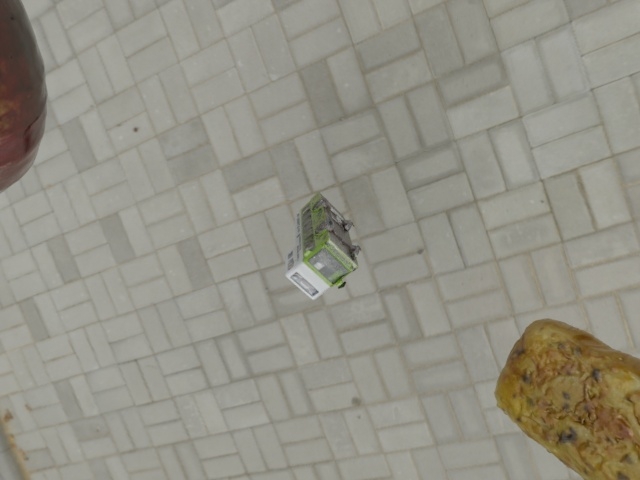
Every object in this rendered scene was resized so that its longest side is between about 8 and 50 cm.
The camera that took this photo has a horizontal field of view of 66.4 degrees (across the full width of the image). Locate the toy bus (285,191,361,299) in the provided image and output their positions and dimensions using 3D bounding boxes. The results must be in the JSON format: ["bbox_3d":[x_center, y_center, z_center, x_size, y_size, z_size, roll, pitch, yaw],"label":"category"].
[{"bbox_3d":[0.000,0.000,1.109,0.139,0.301,0.113,-41,110,14],"label":"toy bus"}]

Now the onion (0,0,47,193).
[{"bbox_3d":[-0.340,-0.124,0.321,0.273,0.285,0.273,12,127,17],"label":"onion"}]

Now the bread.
[{"bbox_3d":[0.246,0.153,0.399,0.211,0.083,0.114,32,95,52],"label":"bread"}]
